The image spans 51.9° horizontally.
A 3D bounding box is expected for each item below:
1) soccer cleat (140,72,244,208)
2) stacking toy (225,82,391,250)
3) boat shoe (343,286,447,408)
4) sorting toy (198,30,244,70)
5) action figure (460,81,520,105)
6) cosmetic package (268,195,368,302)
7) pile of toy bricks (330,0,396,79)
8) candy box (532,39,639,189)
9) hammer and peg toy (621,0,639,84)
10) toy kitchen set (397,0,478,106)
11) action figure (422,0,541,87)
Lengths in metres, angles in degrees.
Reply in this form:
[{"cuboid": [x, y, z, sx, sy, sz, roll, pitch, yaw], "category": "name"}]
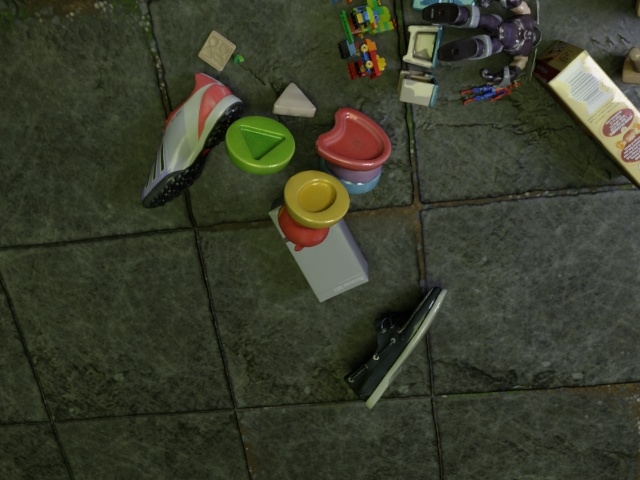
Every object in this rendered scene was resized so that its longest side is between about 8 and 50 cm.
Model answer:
[{"cuboid": [-0.291, -0.202, 1.378, 0.116, 0.109, 0.318, 46, 112, 8], "category": "soccer cleat"}, {"cuboid": [-0.032, -0.145, 1.298, 0.280, 0.309, 0.130, 35, 143, 11], "category": "stacking toy"}, {"cuboid": [0.162, 0.226, 1.501, 0.113, 0.127, 0.340, 36, 116, 15], "category": "boat shoe"}, {"cuboid": [-0.198, -0.377, 1.333, 0.083, 0.012, 0.062, 35, 106, -6], "category": "sorting toy"}, {"cuboid": [0.340, -0.298, 1.313, 0.115, 0.030, 0.038, -14, 106, 8], "category": "action figure"}, {"cuboid": [0.000, 0.000, 1.426, 0.127, 0.107, 0.237, -27, 105, 12], "category": "cosmetic package"}, {"cuboid": [0.095, -0.416, 1.257, 0.105, 0.118, 0.212, -18, 95, -18], "category": "pile of toy bricks"}, {"cuboid": [0.540, -0.229, 1.240, 0.316, 0.183, 0.087, 43, 110, -13], "category": "candy box"}, {"cuboid": [0.610, -0.434, 1.107, 0.128, 0.266, 0.361, 12, 114, 21], "category": "hammer and peg toy"}, {"cuboid": [0.220, -0.364, 1.219, 0.122, 0.166, 0.207, 8, 113, 2], "category": "toy kitchen set"}, {"cuboid": [0.312, -0.372, 1.184, 0.099, 0.285, 0.185, -3, 97, 47], "category": "action figure"}]
